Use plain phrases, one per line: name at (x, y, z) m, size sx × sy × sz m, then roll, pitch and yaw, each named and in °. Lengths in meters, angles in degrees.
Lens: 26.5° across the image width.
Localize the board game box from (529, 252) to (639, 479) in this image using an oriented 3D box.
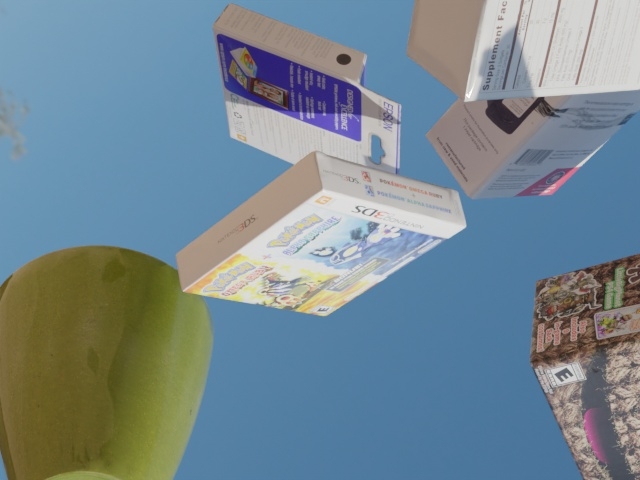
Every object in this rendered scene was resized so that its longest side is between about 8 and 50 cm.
board game box at (0.387, 0.132, 1.361) m, size 0.291 × 0.232 × 0.141 m, roll -17°, pitch -151°, yaw 22°

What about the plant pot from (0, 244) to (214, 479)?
plant pot at (-0.255, 0.202, 1.531) m, size 0.275 × 0.275 × 0.293 m, roll -34°, pitch -147°, yaw 19°

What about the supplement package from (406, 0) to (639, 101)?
supplement package at (0.178, -0.186, 1.128) m, size 0.105 × 0.179 × 0.105 m, roll -130°, pitch -139°, yaw -50°

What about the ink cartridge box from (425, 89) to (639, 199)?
ink cartridge box at (0.259, -0.158, 1.477) m, size 0.237 × 0.172 × 0.100 m, roll -48°, pitch -117°, yaw 33°

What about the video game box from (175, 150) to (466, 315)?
video game box at (0.000, 0.000, 1.260) m, size 0.205 × 0.187 × 0.048 m, roll -35°, pitch -126°, yaw 38°

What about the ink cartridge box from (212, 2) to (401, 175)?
ink cartridge box at (-0.004, -0.134, 1.387) m, size 0.208 × 0.206 × 0.045 m, roll 25°, pitch -115°, yaw 14°
